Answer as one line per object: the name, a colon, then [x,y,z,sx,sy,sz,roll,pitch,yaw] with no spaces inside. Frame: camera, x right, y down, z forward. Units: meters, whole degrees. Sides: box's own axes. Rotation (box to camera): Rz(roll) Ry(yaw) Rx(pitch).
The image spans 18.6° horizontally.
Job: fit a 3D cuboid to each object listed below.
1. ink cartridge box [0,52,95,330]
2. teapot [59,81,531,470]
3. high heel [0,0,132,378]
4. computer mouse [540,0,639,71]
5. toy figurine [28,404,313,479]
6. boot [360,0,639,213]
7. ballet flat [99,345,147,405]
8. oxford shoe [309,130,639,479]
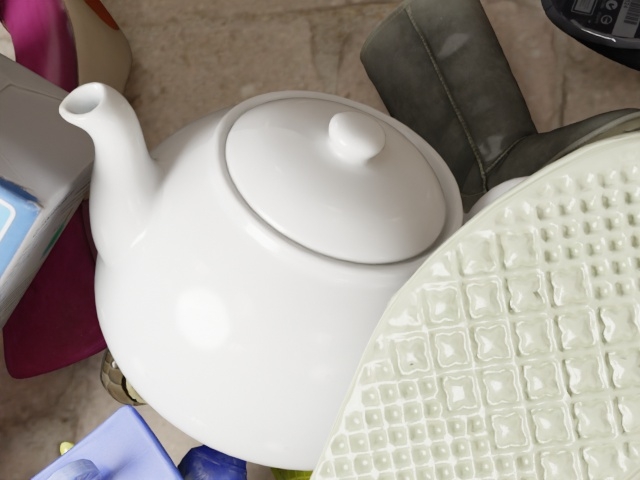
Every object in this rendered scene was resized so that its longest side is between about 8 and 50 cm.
ink cartridge box: [-0.300,0.078,1.212,0.151,0.270,0.395,31,103,-3]
teapot: [0.000,0.000,1.163,0.252,0.187,0.256,42,42,18]
high heel: [-0.217,-0.082,1.436,0.181,0.127,0.377,-36,52,8]
computer mouse: [0.267,-0.109,1.294,0.262,0.060,0.184,10,66,16]
toy figurine: [-0.081,0.177,1.178,0.362,0.217,0.191,-36,56,1]
boot: [0.127,-0.097,1.322,0.189,0.076,0.208,-31,49,22]
ballet flat: [-0.039,0.035,1.324,0.250,0.084,0.058,-35,48,-6]
oxford shoe: [0.090,0.125,1.071,0.169,0.130,0.449,41,111,22]
